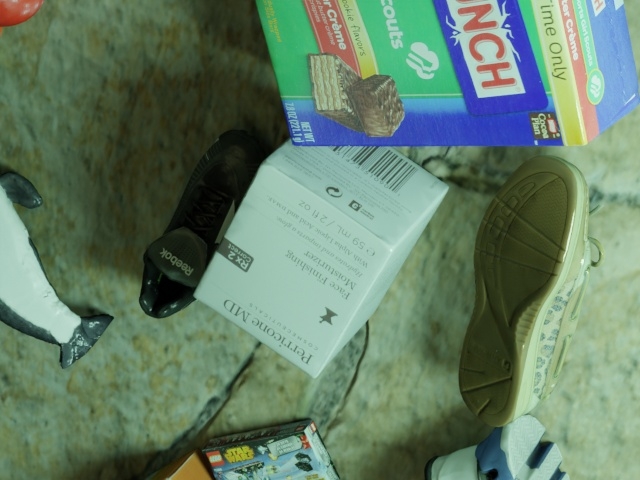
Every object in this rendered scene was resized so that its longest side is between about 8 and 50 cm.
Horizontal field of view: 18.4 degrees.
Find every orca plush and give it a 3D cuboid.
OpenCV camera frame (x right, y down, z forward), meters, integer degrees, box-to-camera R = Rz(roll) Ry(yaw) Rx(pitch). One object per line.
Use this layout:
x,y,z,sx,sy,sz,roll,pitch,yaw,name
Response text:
-0.346,0.008,2.140,0.287,0.102,0.151,35,84,-9,orca plush

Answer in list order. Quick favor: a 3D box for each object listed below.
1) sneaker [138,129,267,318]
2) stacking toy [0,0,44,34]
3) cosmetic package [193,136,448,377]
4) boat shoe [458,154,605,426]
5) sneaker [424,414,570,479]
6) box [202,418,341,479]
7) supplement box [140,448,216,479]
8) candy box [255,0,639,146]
-0.123,-0.006,1.994,0.078,0.106,0.234,33,125,6,sneaker
-0.406,-0.198,2.020,0.330,0.141,0.141,-31,100,30,stacking toy
0.000,0.000,1.910,0.151,0.151,0.183,34,125,7,cosmetic package
0.205,0.043,1.887,0.104,0.089,0.285,38,127,36,boat shoe
0.190,0.337,2.027,0.182,0.127,0.315,-17,100,35,sneaker
-0.051,0.250,2.142,0.137,0.027,0.094,-13,110,30,box
-0.209,0.322,2.227,0.233,0.080,0.078,-32,98,33,supplement box
0.099,-0.221,1.740,0.317,0.122,0.268,1,116,35,candy box
